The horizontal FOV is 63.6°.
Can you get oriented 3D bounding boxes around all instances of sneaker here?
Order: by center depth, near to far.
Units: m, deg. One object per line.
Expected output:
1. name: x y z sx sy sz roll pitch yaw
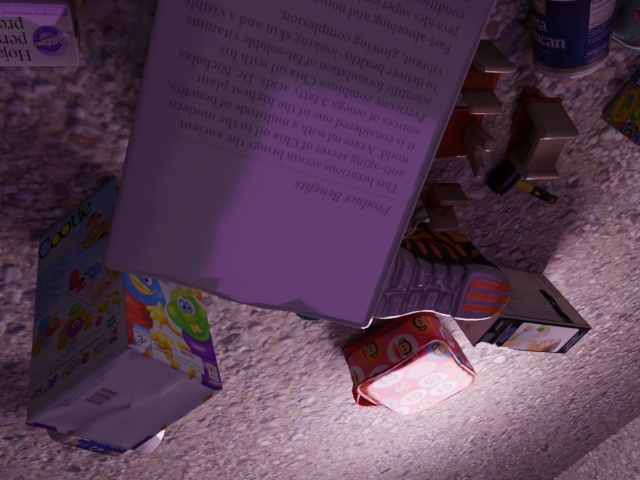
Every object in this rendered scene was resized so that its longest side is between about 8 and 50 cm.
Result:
1. sneaker: 0.128 0.036 0.839 0.321 0.180 0.124 13 112 -12

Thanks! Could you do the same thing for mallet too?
1. mallet: 0.360 -0.087 0.914 0.190 0.039 0.062 22 121 -43

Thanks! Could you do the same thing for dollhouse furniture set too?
1. dollhouse furniture set: 0.206 -0.153 0.737 0.259 0.135 0.262 -2 134 -8

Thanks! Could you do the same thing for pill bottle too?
1. pill bottle: 0.311 -0.296 0.636 0.094 0.094 0.169 -26 137 1
2. pill bottle: -0.376 0.324 0.929 0.112 0.112 0.187 -35 136 11

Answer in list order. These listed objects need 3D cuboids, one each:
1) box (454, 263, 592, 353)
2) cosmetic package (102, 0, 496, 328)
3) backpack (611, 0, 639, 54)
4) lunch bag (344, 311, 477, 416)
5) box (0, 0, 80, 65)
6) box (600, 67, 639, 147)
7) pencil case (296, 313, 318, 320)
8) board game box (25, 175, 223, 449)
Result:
1. box: 0.388 0.134 1.048 0.290 0.169 0.087 12 124 -31
2. cosmetic package: -0.004 -0.177 0.428 0.230 0.161 0.453 16 107 -13
3. backpack: 0.469 -0.290 0.644 0.145 0.188 0.165 1 132 -25
4. lunch bag: 0.189 0.293 1.147 0.258 0.120 0.293 -33 137 10
5. box: -0.387 -0.191 0.446 0.324 0.067 0.063 -7 136 -19
6. box: 0.665 -0.160 0.796 0.290 0.279 0.177 9 128 -30
7. pencil case: -0.032 0.045 0.675 0.070 0.064 0.151 -15 141 15
8. board game box: -0.239 0.080 0.627 0.144 0.275 0.142 -35 137 11
